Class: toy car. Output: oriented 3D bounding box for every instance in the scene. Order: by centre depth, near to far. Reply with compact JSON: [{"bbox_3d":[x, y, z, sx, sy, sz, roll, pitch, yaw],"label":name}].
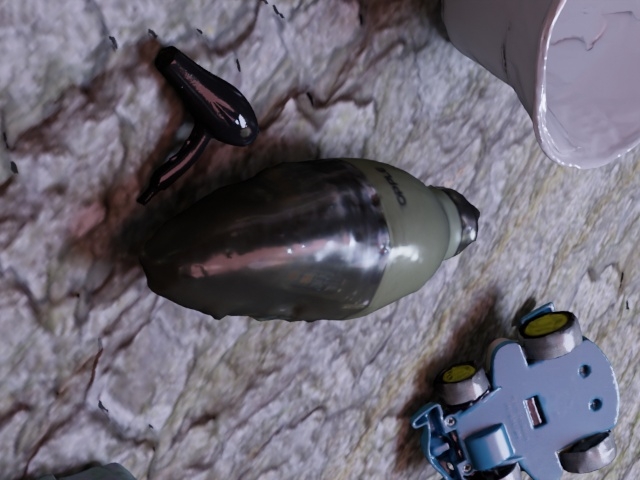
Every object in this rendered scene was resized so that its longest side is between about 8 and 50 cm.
[{"bbox_3d":[0.145,0.128,1.209,0.161,0.098,0.126,-23,106,-5],"label":"toy car"}]

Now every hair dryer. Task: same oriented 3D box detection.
[{"bbox_3d":[-0.079,-0.057,0.850,0.083,0.031,0.079,-51,133,-1],"label":"hair dryer"}]

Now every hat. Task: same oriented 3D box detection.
[{"bbox_3d":[0.153,-0.156,0.981,0.203,0.126,0.203,-30,134,-37],"label":"hat"}]

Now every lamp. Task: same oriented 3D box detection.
[{"bbox_3d":[0.000,0.000,0.919,0.250,0.101,0.101,-7,118,-45],"label":"lamp"}]

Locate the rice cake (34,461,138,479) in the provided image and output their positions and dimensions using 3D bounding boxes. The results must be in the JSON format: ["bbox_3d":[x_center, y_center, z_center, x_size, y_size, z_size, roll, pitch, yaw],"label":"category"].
[{"bbox_3d":[-0.206,0.177,0.807,0.336,0.066,0.063,-6,117,-50],"label":"rice cake"}]
